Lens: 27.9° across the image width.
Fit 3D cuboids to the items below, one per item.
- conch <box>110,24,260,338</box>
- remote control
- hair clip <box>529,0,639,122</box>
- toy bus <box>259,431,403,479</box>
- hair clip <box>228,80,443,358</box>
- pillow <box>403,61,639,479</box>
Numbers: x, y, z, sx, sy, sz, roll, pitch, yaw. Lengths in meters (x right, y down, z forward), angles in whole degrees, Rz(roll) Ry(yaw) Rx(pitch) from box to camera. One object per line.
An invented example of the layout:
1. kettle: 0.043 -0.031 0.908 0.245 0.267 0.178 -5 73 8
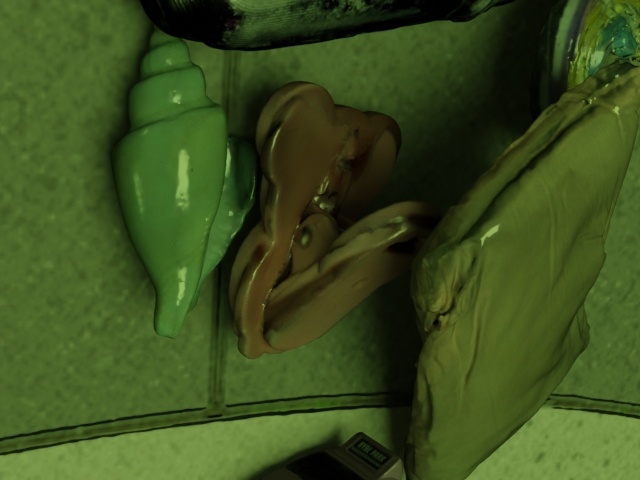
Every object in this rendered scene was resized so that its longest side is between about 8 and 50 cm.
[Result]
1. conch: -0.077 -0.039 0.696 0.065 0.088 0.180 1 96 18
2. remote control: 0.030 -0.154 0.697 0.265 0.066 0.090 -14 111 -30
3. hair clip: 0.160 -0.118 0.773 0.116 0.049 0.172 -11 114 -45
4. toy bus: 0.033 0.220 0.799 0.108 0.096 0.199 -38 120 -17
5. hair clip: -0.005 -0.009 0.732 0.123 0.102 0.138 5 140 -49
6. pillow: 0.113 0.037 0.749 0.173 0.067 0.270 -40 150 -26
